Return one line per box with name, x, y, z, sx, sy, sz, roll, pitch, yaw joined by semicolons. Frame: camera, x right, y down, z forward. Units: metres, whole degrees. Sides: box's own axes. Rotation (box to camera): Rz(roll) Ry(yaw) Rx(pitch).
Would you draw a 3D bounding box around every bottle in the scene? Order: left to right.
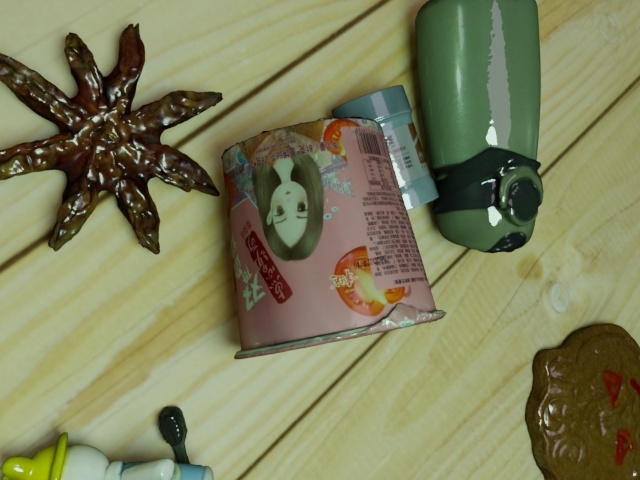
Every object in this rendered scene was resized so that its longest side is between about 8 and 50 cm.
bottle;0.221;-0.156;0.937;0.168;0.168;0.347;-3;89;-27

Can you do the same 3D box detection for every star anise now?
star anise;-0.234;-0.119;0.748;0.288;0.088;0.289;4;81;-25

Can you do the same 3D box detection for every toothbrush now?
toothbrush;-0.136;0.335;0.782;0.030;0.030;0.298;-14;93;-2

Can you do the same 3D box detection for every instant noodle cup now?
instant noodle cup;0.000;0.000;0.777;0.242;0.243;0.232;-9;83;-27

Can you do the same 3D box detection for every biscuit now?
biscuit;0.430;0.271;1.063;0.257;0.049;0.273;-10;88;-27

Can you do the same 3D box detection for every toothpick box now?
toothpick box;0.086;-0.114;0.898;0.101;0.101;0.153;-23;96;-27

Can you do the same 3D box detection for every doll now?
doll;-0.203;0.262;0.704;0.240;0.135;0.099;16;76;-12
